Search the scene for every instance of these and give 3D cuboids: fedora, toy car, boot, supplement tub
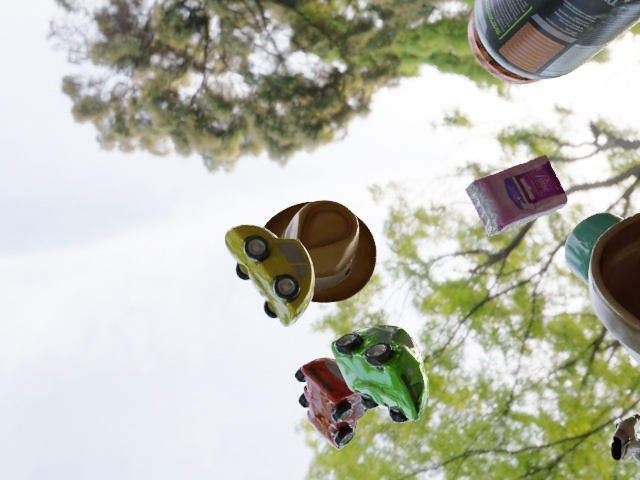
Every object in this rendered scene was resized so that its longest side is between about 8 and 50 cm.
[{"bbox_3d":[0.000,0.000,1.310,0.194,0.079,0.194,6,-127,-8],"label":"fedora"},{"bbox_3d":[0.024,0.091,0.731,0.053,0.225,0.239,-33,-68,-23],"label":"toy car"},{"bbox_3d":[0.560,0.375,1.615,0.042,0.119,0.087,6,-151,46],"label":"boot"},{"bbox_3d":[0.331,-0.339,1.187,0.193,0.316,0.194,4,-104,-16],"label":"supplement tub"}]

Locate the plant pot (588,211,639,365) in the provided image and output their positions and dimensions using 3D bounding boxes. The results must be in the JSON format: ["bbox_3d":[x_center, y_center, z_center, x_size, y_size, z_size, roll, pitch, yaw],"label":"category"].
[{"bbox_3d":[0.353,0.071,0.767,0.237,0.110,0.237,-5,-148,3],"label":"plant pot"}]

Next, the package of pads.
[{"bbox_3d":[0.172,-0.039,0.776,0.083,0.032,0.050,-20,-101,-26],"label":"package of pads"}]

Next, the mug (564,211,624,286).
[{"bbox_3d":[0.517,0.028,1.537,0.157,0.130,0.097,0,-156,-17],"label":"mug"}]
